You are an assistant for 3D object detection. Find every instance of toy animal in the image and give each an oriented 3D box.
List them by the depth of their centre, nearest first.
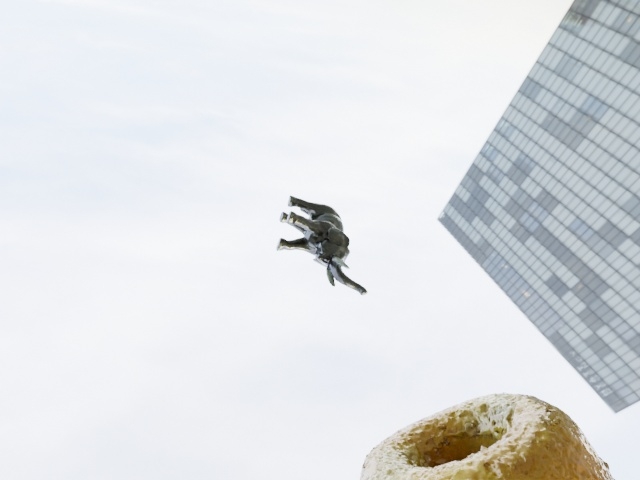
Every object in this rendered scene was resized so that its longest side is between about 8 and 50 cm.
[{"bbox_3d":[-0.008,-0.001,0.738,0.137,0.082,0.269,16,-154,-21],"label":"toy animal"}]

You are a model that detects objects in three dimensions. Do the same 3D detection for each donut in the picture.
[{"bbox_3d":[0.149,0.243,0.396,0.253,0.253,0.118,-16,-107,-33],"label":"donut"}]
